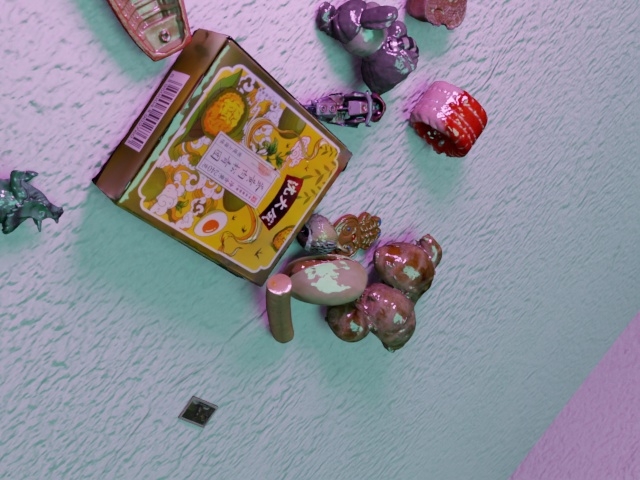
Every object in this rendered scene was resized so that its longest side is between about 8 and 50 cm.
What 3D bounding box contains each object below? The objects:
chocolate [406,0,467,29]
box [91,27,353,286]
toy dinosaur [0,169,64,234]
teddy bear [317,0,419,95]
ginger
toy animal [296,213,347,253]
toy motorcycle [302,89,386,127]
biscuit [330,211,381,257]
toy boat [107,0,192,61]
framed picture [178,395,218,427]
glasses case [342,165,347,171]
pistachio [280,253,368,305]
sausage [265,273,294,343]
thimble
[{"bbox_3d":[0.275,-0.608,1.496,0.148,0.093,0.214,-6,113,-35],"label":"chocolate"},{"bbox_3d":[-0.183,-0.154,1.324,0.420,0.138,0.373,36,87,-41],"label":"box"},{"bbox_3d":[-0.574,-0.096,1.086,0.292,0.079,0.120,35,86,-39],"label":"toy dinosaur"},{"bbox_3d":[0.128,-0.452,1.414,0.251,0.171,0.144,51,57,-35],"label":"teddy bear"},{"bbox_3d":[0.194,0.137,1.737,0.256,0.176,0.375,40,84,-27],"label":"ginger"},{"bbox_3d":[0.000,0.000,1.565,0.098,0.098,0.137,-44,115,-13],"label":"toy animal"},{"bbox_3d":[0.061,-0.295,1.456,0.213,0.122,0.082,-10,101,-34],"label":"toy motorcycle"},{"bbox_3d":[0.091,-0.016,1.677,0.175,0.026,0.124,-20,122,-30],"label":"biscuit"},{"bbox_3d":[-0.337,-0.496,1.078,0.136,0.079,0.392,-35,129,-17],"label":"toy boat"},{"bbox_3d":[-0.302,0.425,1.591,0.066,0.006,0.089,-54,132,-4],"label":"framed picture"},{"bbox_3d":[0.033,-0.184,1.554,0.083,0.023,0.033,1,108,-38],"label":"glasses case"},{"bbox_3d":[0.012,0.098,1.600,0.223,0.126,0.152,0,129,-19],"label":"pistachio"},{"bbox_3d":[-0.095,0.169,1.526,0.066,0.066,0.301,-34,154,-21],"label":"sausage"},{"bbox_3d":[0.326,-0.305,1.632,0.189,0.163,0.125,38,84,-43],"label":"thimble"}]
